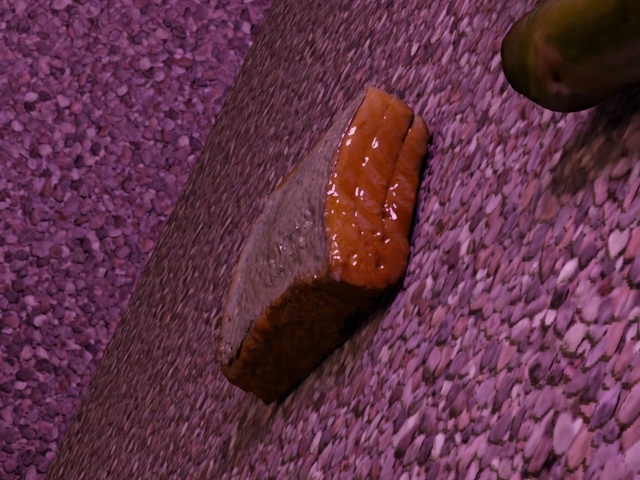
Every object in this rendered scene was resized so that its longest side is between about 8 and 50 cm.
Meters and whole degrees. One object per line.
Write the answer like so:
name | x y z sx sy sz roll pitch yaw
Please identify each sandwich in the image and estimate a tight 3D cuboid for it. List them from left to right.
sandwich | -0.001 0.000 1.311 0.251 0.087 0.226 -46 21 52

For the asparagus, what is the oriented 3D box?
asparagus | 0.199 -0.130 0.816 0.082 0.085 0.343 -70 16 -12
